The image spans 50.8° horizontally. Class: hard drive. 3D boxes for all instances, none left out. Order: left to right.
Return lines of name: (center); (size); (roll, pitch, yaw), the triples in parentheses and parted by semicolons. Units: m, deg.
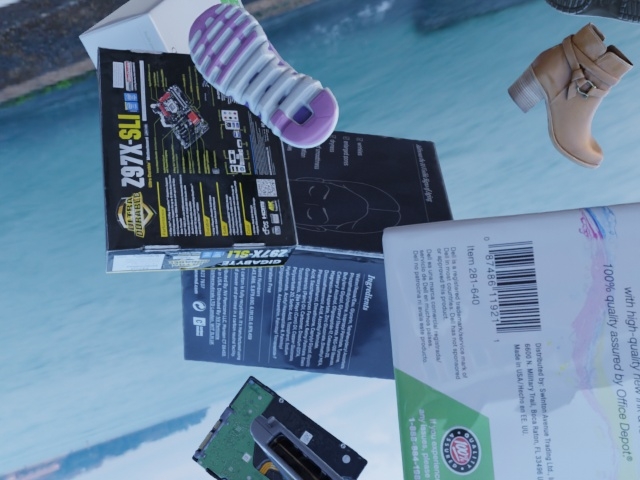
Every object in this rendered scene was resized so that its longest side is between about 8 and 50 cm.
hard drive: (-0.093, 0.504, 1.548); (0.237, 0.339, 0.064); (-54, 171, -12)

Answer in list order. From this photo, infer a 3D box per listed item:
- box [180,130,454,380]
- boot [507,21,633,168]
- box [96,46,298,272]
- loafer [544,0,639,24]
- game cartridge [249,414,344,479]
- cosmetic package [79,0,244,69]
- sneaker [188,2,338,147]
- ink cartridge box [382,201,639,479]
box: (0.000, 0.000, 1.346); (0.471, 0.480, 0.297); (5, 124, -1)
boot: (0.395, -0.208, 0.993); (0.152, 0.197, 0.073); (-40, -164, 37)
box: (-0.182, -0.119, 0.967); (0.257, 0.322, 0.079); (-3, 158, -19)
loafer: (0.504, -0.443, 1.192); (0.092, 0.268, 0.102); (-16, 130, -33)
game cartridge: (0.014, 0.415, 1.088); (0.062, 0.198, 0.297); (-39, -141, -21)
cosmetic package: (-0.272, -0.383, 1.286); (0.155, 0.197, 0.366); (-10, -146, 21)
sneaker: (-0.068, -0.196, 0.848); (0.095, 0.236, 0.104); (-46, 169, 5)
ink cartridge box: (0.196, 0.079, 0.481); (0.278, 0.201, 0.117); (-6, 177, 14)
